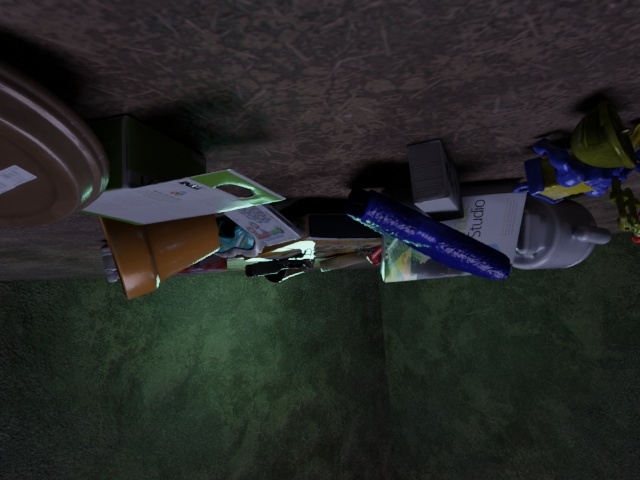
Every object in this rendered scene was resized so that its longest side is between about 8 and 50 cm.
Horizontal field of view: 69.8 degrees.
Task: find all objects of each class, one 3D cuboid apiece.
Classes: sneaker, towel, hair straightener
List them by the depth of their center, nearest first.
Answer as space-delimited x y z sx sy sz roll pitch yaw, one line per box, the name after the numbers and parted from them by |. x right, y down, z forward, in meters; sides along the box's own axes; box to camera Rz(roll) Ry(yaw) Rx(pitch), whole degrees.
0.200 -0.010 0.921 0.308 0.076 0.227 25 -174 -8 | towel
-0.247 -0.022 1.260 0.110 0.107 0.275 39 154 -31 | sneaker
-0.111 0.082 1.408 0.231 0.047 0.089 0 171 -36 | hair straightener
-0.619 0.086 1.568 0.114 0.152 0.305 -10 173 23 | sneaker

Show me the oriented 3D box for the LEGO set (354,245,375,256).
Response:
0.124 0.025 1.269 0.054 0.023 0.083 -10 159 10 | LEGO set

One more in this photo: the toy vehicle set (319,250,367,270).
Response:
0.145 0.046 1.526 0.267 0.035 0.166 -15 179 -22 | toy vehicle set

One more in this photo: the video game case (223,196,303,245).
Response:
-0.136 -0.041 1.072 0.143 0.019 0.157 40 151 -25 | video game case

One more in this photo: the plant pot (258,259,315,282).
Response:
-0.120 0.063 1.723 0.167 0.166 0.165 -11 179 44 | plant pot

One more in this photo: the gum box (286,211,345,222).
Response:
-0.008 -0.043 1.347 0.185 0.041 0.157 -6 172 13 | gum box

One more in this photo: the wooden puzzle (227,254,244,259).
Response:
-0.410 0.066 1.998 0.221 0.044 0.238 -5 177 0 | wooden puzzle

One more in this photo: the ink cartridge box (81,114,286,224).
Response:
-0.199 -0.094 0.620 0.256 0.096 0.189 -8 172 15 | ink cartridge box

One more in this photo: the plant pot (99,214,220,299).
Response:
-0.303 -0.015 0.876 0.188 0.205 0.205 -19 179 -25 | plant pot

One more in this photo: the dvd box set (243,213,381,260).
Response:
0.000 0.000 1.283 0.308 0.062 0.420 -1 171 -31 | dvd box set

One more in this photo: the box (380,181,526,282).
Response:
0.306 -0.015 1.097 0.322 0.232 0.058 -4 -147 2 | box

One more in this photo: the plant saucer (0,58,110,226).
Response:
-0.353 -0.086 0.438 0.278 0.041 0.277 0 152 0 | plant saucer

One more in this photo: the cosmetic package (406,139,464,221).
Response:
0.214 -0.098 0.827 0.061 0.098 0.239 -7 173 22 | cosmetic package

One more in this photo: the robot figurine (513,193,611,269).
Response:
0.616 -0.022 1.264 0.354 0.199 0.300 1 -174 -35 | robot figurine

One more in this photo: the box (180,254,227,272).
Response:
-0.435 0.046 1.469 0.257 0.122 0.128 -9 171 33 | box

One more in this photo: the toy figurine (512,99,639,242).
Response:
0.416 -0.084 0.757 0.363 0.191 0.217 4 174 -44 | toy figurine

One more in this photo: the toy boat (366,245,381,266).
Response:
0.251 0.019 1.345 0.231 0.151 0.151 -44 146 26 | toy boat
